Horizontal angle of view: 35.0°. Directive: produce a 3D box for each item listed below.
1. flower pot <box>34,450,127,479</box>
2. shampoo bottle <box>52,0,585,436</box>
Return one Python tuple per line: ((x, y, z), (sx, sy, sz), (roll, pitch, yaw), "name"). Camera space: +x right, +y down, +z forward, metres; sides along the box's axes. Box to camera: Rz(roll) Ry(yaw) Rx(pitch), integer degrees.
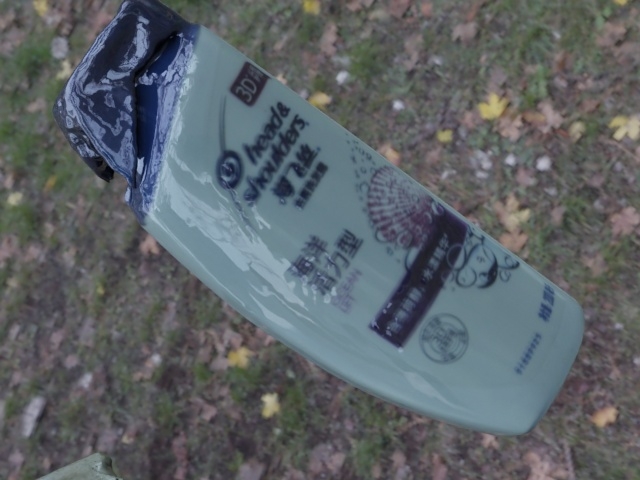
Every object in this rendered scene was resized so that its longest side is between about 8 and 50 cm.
((-0.149, 0.207, 0.439), (0.203, 0.212, 0.212), (-25, 24, -22), "flower pot")
((0.000, 0.000, 0.634), (0.134, 0.359, 0.078), (-60, 17, -17), "shampoo bottle")
